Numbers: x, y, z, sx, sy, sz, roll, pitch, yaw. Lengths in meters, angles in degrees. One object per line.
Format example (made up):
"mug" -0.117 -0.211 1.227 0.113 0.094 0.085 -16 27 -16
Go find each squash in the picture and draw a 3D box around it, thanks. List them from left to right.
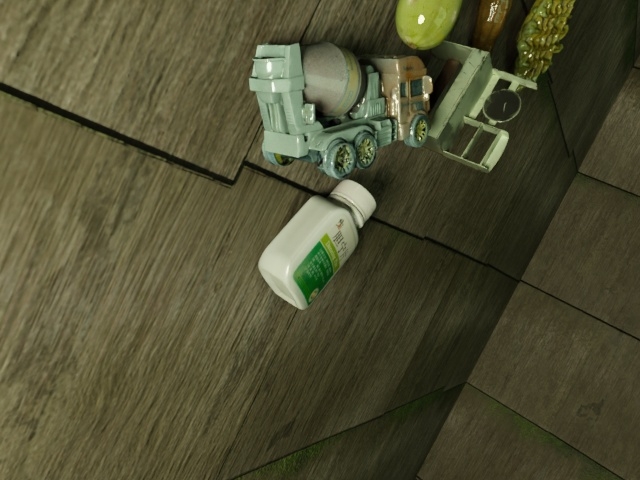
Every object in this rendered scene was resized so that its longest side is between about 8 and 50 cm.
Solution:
"squash" 0.166 -0.366 0.688 0.083 0.083 0.250 6 108 -59

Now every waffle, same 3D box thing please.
"waffle" 0.460 -0.432 1.115 0.223 0.054 0.204 -53 150 -10

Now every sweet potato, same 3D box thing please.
"sweet potato" 0.283 -0.366 0.897 0.053 0.054 0.182 -25 138 -34

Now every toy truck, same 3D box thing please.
"toy truck" 0.028 -0.164 0.626 0.256 0.108 0.140 -26 122 -42

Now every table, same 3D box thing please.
"table" 0.199 -0.199 0.782 0.146 0.175 0.062 -59 151 -3

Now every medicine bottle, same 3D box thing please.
"medicine bottle" 0.000 0.000 0.756 0.183 0.069 0.119 -51 147 -20
